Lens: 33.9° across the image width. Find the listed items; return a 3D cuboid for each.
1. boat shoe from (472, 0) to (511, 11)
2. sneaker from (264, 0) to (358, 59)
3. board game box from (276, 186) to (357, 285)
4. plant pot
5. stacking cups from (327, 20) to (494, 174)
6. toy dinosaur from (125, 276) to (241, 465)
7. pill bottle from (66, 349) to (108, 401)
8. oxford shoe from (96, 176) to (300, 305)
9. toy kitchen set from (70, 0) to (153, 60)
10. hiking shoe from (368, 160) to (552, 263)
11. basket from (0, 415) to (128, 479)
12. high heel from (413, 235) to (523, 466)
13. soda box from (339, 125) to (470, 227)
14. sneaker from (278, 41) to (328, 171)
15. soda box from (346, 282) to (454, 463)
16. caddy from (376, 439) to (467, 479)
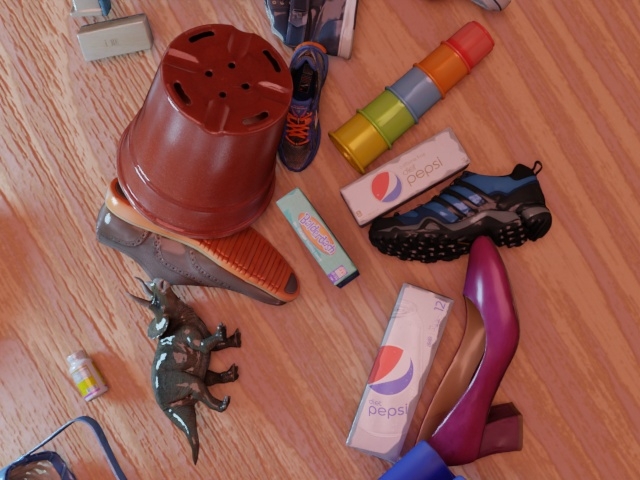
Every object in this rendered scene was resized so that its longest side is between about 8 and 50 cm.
[{"bbox_3d":[0.196,-0.455,1.785,0.267,0.096,0.088,36,93,6],"label":"boat shoe"},{"bbox_3d":[-0.010,-0.435,1.800,0.163,0.086,0.226,9,88,2],"label":"sneaker"},{"bbox_3d":[0.000,0.000,1.708,0.047,0.210,0.160,-35,85,1],"label":"board game box"},{"bbox_3d":[-0.170,-0.182,1.653,0.272,0.265,0.272,8,61,-15],"label":"plant pot"},{"bbox_3d":[0.163,-0.243,1.782,0.316,0.096,0.096,-39,85,-4],"label":"stacking cups"},{"bbox_3d":[-0.225,0.213,1.772,0.160,0.121,0.313,-2,91,15],"label":"toy dinosaur"},{"bbox_3d":[-0.402,0.231,1.801,0.043,0.043,0.083,-31,84,1],"label":"pill bottle"},{"bbox_3d":[-0.208,0.025,1.785,0.364,0.130,0.132,29,121,-1],"label":"oxford shoe"},{"bbox_3d":[-0.373,-0.449,1.837,0.122,0.166,0.207,-10,122,3],"label":"toy kitchen set"},{"bbox_3d":[0.229,-0.046,1.764,0.304,0.113,0.132,-8,62,4],"label":"hiking shoe"},{"bbox_3d":[-0.423,0.456,1.708,0.289,0.201,0.254,-33,84,11],"label":"basket"},{"bbox_3d":[0.225,0.185,1.700,0.181,0.127,0.377,-7,96,-7],"label":"high heel"},{"bbox_3d":[0.142,-0.105,1.777,0.216,0.069,0.074,-30,85,1],"label":"soda box"},{"bbox_3d":[-0.038,-0.222,1.772,0.083,0.087,0.221,6,106,6],"label":"sneaker"},{"bbox_3d":[0.132,0.217,1.742,0.091,0.098,0.286,20,88,5],"label":"soda box"},{"bbox_3d":[0.199,0.475,1.621,0.179,0.241,0.341,-43,120,-5],"label":"caddy"}]
